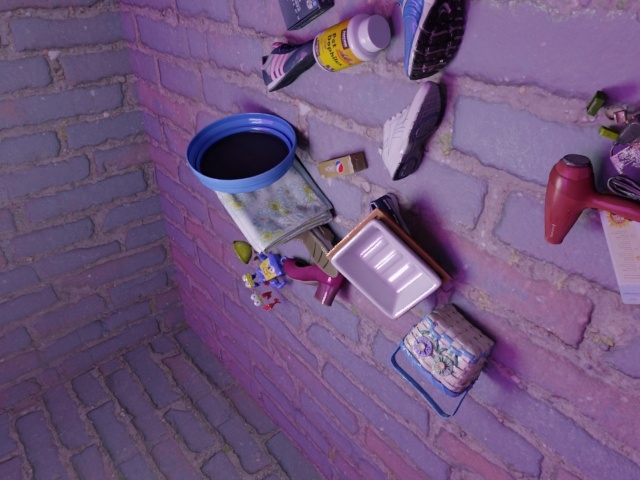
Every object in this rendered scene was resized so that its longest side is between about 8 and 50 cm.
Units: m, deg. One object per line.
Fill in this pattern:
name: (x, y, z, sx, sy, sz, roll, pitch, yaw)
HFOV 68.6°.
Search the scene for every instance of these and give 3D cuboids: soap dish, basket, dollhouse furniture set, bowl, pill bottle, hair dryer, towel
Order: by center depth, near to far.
dollhouse furniture set: (0.572, -0.221, 0.865, 0.152, 0.058, 0.076, 29, 128, 16)
hair dryer: (0.531, -0.071, 0.884, 0.223, 0.080, 0.293, 62, 150, 10)
pill bottle: (0.084, -0.533, 1.263, 0.215, 0.117, 0.117, 7, 116, 53)
soap dish: (0.197, 0.066, 1.372, 0.291, 0.118, 0.229, 43, 120, -3)
basket: (0.346, 0.351, 1.391, 0.255, 0.201, 0.289, 41, 130, 31)
bowl: (-0.277, -0.315, 1.678, 0.391, 0.391, 0.077, 40, 153, 34)
towel: (-0.175, -0.157, 1.690, 0.374, 0.321, 0.090, 52, 153, 19)

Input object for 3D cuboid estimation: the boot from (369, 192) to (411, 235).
boot: (0.210, -0.044, 1.432, 0.069, 0.086, 0.190, -17, 96, 57)

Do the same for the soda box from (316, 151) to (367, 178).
soda box: (0.068, -0.243, 1.526, 0.181, 0.061, 0.058, 1, 111, 55)

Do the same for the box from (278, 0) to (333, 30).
box: (-0.066, -0.766, 1.377, 0.183, 0.059, 0.232, 2, 112, 56)

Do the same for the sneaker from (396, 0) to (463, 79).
sneaker: (0.239, -0.536, 1.065, 0.147, 0.130, 0.330, 49, 143, 48)

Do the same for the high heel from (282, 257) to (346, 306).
high heel: (-0.021, 0.105, 1.884, 0.377, 0.127, 0.181, 34, 103, 48)

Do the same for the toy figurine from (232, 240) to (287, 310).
toy figurine: (-0.230, 0.112, 2.160, 0.217, 0.191, 0.362, -34, 73, 27)

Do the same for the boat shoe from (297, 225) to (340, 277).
boat shoe: (0.000, 0.000, 1.741, 0.302, 0.103, 0.113, 51, 145, 21)

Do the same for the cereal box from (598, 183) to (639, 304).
cereal box: (0.644, 0.008, 0.888, 0.173, 0.047, 0.240, -6, 106, 57)

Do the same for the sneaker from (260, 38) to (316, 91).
sneaker: (-0.108, -0.589, 1.504, 0.319, 0.112, 0.131, -12, 104, 55)

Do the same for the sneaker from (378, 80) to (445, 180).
sneaker: (0.223, -0.295, 1.239, 0.129, 0.111, 0.297, 55, 145, 26)
